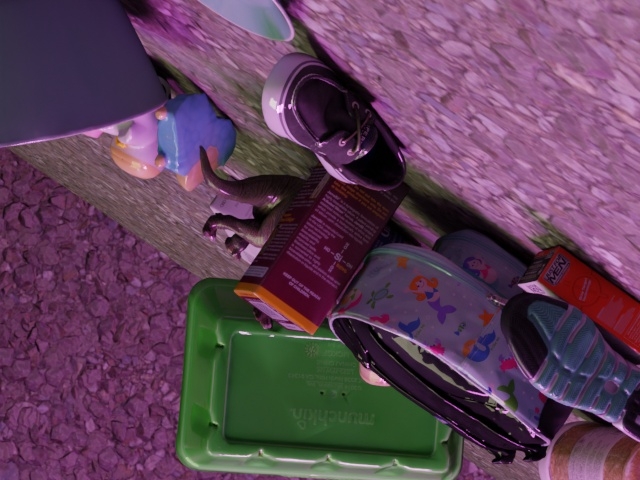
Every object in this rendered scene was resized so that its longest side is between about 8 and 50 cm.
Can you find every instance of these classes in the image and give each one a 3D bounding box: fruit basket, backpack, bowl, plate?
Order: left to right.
[{"bbox_3d":[-0.322,-0.202,1.723,0.311,0.311,0.163,20,119,60],"label":"bowl"},{"bbox_3d":[-0.094,-0.234,1.413,0.188,0.024,0.188,34,172,5],"label":"plate"},{"bbox_3d":[0.007,0.160,2.120,0.392,0.283,0.392,5,180,0],"label":"fruit basket"},{"bbox_3d":[0.143,0.098,1.746,0.253,0.191,0.225,29,168,-8],"label":"backpack"}]

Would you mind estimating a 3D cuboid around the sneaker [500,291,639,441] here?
[{"bbox_3d":[0.240,0.120,1.595,0.223,0.083,0.098,38,174,-24],"label":"sneaker"}]

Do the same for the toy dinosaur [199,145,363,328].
[{"bbox_3d":[-0.029,-0.003,1.879,0.314,0.160,0.121,59,-166,-19],"label":"toy dinosaur"}]

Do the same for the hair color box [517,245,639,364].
[{"bbox_3d":[0.265,0.064,1.602,0.141,0.043,0.072,35,171,-6],"label":"hair color box"}]

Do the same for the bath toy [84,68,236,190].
[{"bbox_3d":[-0.272,-0.182,2.062,0.348,0.129,0.151,28,125,26],"label":"bath toy"}]

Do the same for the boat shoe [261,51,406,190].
[{"bbox_3d":[0.021,-0.100,1.534,0.076,0.080,0.228,23,168,27],"label":"boat shoe"}]

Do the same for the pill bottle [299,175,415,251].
[{"bbox_3d":[0.027,0.000,1.976,0.169,0.094,0.094,37,171,-12],"label":"pill bottle"}]

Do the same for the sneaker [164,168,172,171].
[{"bbox_3d":[-0.246,-0.164,2.159,0.232,0.081,0.090,31,177,33],"label":"sneaker"}]

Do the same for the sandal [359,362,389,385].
[{"bbox_3d":[0.163,0.152,1.924,0.088,0.240,0.079,-106,13,-55],"label":"sandal"}]

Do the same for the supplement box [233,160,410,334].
[{"bbox_3d":[0.000,0.000,1.766,0.081,0.188,0.104,36,171,-13],"label":"supplement box"}]

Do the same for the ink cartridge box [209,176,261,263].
[{"bbox_3d":[-0.031,0.028,2.459,0.239,0.060,0.275,31,170,15],"label":"ink cartridge box"}]

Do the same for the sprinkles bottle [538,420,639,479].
[{"bbox_3d":[0.386,0.296,2.136,0.121,0.121,0.355,36,171,-5],"label":"sprinkles bottle"}]
